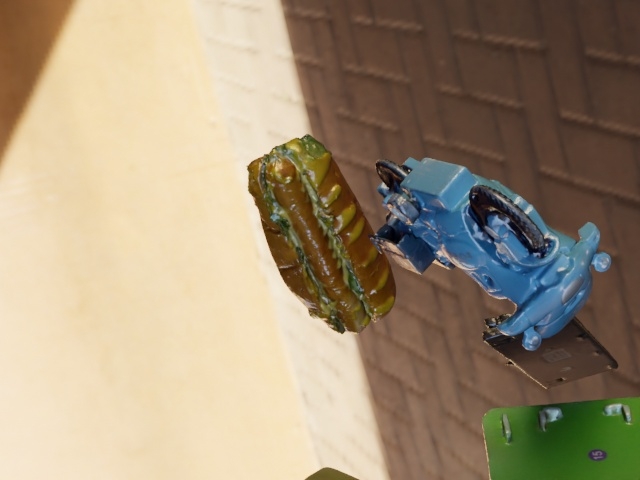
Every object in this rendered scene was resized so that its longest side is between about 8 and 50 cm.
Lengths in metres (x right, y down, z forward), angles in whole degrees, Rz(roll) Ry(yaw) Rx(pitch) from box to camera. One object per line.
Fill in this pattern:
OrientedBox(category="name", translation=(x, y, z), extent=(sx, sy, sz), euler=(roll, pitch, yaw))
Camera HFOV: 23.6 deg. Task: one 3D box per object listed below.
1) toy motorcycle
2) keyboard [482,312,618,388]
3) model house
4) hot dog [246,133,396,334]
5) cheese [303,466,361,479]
OrientedBox(category="toy motorcycle", translation=(0.146, -0.001, 1.359), extent=(0.182, 0.123, 0.272), euler=(47, 170, -24))
OrientedBox(category="keyboard", translation=(0.257, 0.120, 1.713), extent=(0.317, 0.106, 0.027), euler=(36, -141, -66))
OrientedBox(category="model house", translation=(0.346, 0.332, 1.820), extent=(0.340, 0.300, 0.323), euler=(-91, -3, -61))
OrientedBox(category="hot dog", translation=(0.000, 0.000, 1.679), extent=(0.269, 0.115, 0.072), euler=(58, -167, -35))
OrientedBox(category="cheese", translation=(0.050, 0.428, 1.748), extent=(0.243, 0.124, 0.265), euler=(27, 121, 25))
